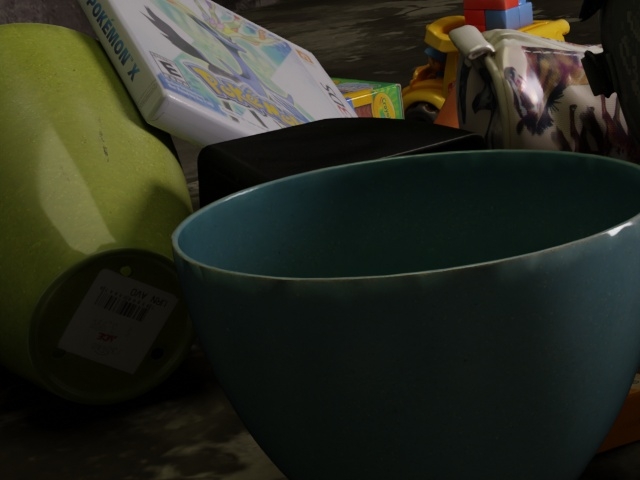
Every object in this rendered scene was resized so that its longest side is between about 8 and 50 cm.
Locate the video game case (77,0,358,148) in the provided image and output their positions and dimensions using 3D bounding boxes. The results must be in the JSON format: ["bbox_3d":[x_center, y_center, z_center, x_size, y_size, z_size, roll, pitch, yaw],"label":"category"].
[{"bbox_3d":[-0.074,-0.145,1.564,0.329,0.036,0.300,23,24,-40],"label":"video game case"}]

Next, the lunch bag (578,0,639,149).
[{"bbox_3d":[0.346,-0.135,1.104,0.305,0.212,0.256,-10,5,-5],"label":"lunch bag"}]

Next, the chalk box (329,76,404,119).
[{"bbox_3d":[0.011,-0.100,1.835,0.213,0.132,0.132,-19,18,-34],"label":"chalk box"}]

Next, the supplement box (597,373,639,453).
[{"bbox_3d":[0.179,0.108,1.146,0.062,0.036,0.098,-14,16,-27],"label":"supplement box"}]

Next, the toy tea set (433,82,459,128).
[{"bbox_3d":[0.236,-0.070,1.727,0.200,0.124,0.336,19,1,-23],"label":"toy tea set"}]

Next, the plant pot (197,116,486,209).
[{"bbox_3d":[0.000,0.000,1.292,0.188,0.187,0.167,-16,28,-28],"label":"plant pot"}]

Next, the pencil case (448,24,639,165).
[{"bbox_3d":[0.304,-0.095,1.305,0.410,0.183,0.160,-3,20,-3],"label":"pencil case"}]

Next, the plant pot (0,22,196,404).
[{"bbox_3d":[-0.211,0.000,1.376,0.275,0.274,0.293,-13,30,-19],"label":"plant pot"}]

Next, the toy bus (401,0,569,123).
[{"bbox_3d":[0.189,-0.211,2.017,0.220,0.211,0.149,3,19,39],"label":"toy bus"}]

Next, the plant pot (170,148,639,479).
[{"bbox_3d":[0.067,0.071,1.025,0.290,0.195,0.290,-6,15,2],"label":"plant pot"}]
